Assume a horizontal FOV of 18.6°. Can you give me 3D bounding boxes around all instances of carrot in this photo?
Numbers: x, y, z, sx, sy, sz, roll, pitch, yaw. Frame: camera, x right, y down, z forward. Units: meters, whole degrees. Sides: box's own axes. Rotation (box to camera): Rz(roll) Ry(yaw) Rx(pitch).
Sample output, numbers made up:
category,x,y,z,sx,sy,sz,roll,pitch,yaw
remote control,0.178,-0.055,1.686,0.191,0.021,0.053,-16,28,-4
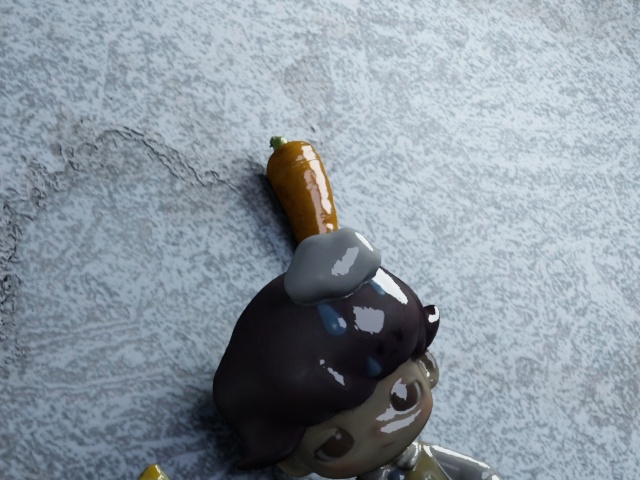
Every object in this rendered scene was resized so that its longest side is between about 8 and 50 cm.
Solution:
category,x,y,z,sx,sy,sz,roll,pitch,yaw
carrot,0.000,0.000,2.026,0.061,0.061,0.257,1,61,-43

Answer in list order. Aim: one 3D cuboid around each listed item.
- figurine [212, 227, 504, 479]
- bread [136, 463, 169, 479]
category,x,y,z,sx,sy,sz,roll,pitch,yaw
figurine,0.044,0.188,1.808,0.365,0.218,0.206,61,13,8
bread,-0.147,0.295,1.592,0.188,0.125,0.068,63,1,16
